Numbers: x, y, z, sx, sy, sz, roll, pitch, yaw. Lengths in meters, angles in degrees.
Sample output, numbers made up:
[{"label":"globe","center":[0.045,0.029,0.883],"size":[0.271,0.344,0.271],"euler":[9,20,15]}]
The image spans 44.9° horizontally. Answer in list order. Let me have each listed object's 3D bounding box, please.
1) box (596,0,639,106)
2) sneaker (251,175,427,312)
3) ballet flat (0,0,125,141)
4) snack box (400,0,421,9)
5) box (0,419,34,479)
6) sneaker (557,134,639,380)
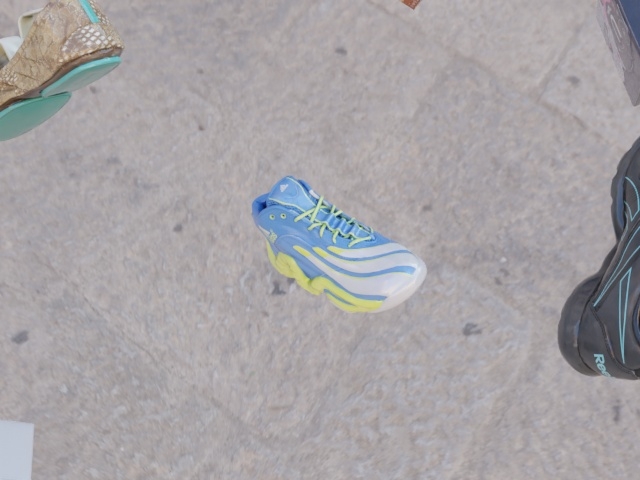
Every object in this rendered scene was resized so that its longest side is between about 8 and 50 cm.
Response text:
[{"label":"box","center":[0.470,-0.302,1.056],"size":[0.142,0.247,0.164],"euler":[-22,82,16]},{"label":"sneaker","center":[0.000,0.000,0.824],"size":[0.091,0.240,0.126],"euler":[-51,124,-22]},{"label":"ballet flat","center":[-0.221,-0.136,0.602],"size":[0.073,0.206,0.067],"euler":[-26,97,-48]},{"label":"snack box","center":[0.144,-0.362,0.919],"size":[0.064,0.178,0.022],"euler":[15,35,-42]},{"label":"box","center":[-0.343,0.276,0.761],"size":[0.090,0.170,0.130],"euler":[12,110,-22]},{"label":"sneaker","center":[0.317,0.008,0.709],"size":[0.101,0.106,0.268],"euler":[25,83,-19]}]
